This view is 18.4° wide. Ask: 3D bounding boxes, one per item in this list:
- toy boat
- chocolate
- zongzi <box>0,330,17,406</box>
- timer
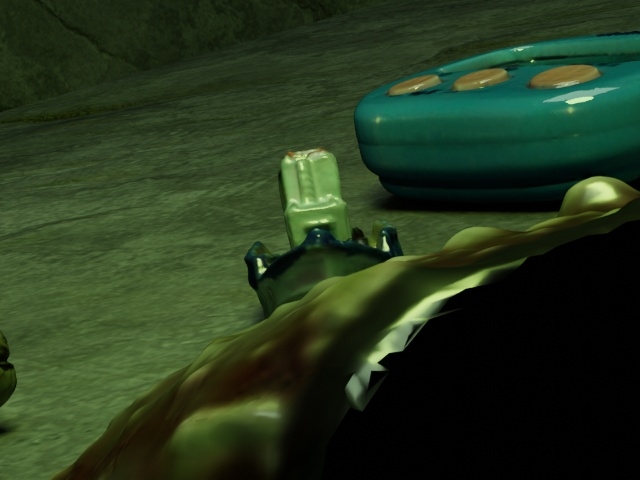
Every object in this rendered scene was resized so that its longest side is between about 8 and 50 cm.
[{"bbox_3d":[0.000,0.000,1.424,0.114,0.115,0.262,-11,12,0],"label":"toy boat"},{"bbox_3d":[0.052,0.105,0.635,0.340,0.225,0.210,-19,6,-34],"label":"chocolate"},{"bbox_3d":[-0.328,0.033,1.257,0.221,0.242,0.112,-20,8,-27],"label":"zongzi"},{"bbox_3d":[0.220,-0.116,1.783,0.309,0.115,0.340,-22,16,-40],"label":"timer"}]
